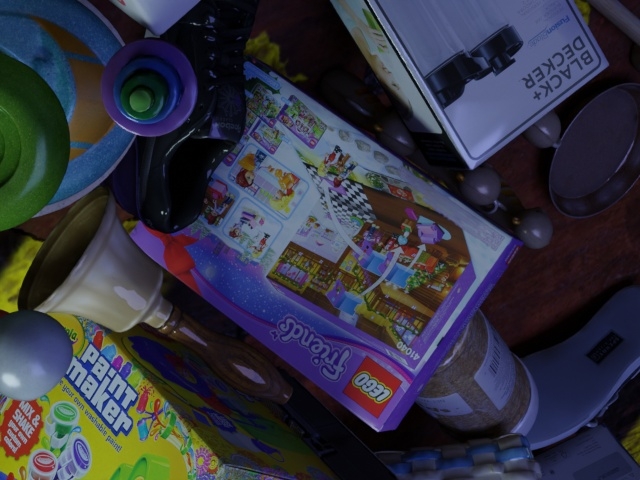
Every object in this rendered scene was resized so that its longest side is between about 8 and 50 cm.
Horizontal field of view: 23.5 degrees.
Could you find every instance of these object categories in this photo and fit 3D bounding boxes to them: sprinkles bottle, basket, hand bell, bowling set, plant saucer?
[{"bbox_3d":[0.140,0.130,1.620,0.121,0.121,0.355,-48,153,-3],"label":"sprinkles bottle"},{"bbox_3d":[0.159,0.364,1.648,0.254,0.289,0.201,-5,154,0],"label":"basket"},{"bbox_3d":[-0.121,0.070,1.308,0.242,0.126,0.126,35,94,-23],"label":"hand bell"},{"bbox_3d":[0.157,-0.133,1.476,0.287,0.154,0.200,24,104,-48],"label":"bowling set"},{"bbox_3d":[0.311,-0.105,1.728,0.168,0.029,0.168,-22,131,-27],"label":"plant saucer"}]

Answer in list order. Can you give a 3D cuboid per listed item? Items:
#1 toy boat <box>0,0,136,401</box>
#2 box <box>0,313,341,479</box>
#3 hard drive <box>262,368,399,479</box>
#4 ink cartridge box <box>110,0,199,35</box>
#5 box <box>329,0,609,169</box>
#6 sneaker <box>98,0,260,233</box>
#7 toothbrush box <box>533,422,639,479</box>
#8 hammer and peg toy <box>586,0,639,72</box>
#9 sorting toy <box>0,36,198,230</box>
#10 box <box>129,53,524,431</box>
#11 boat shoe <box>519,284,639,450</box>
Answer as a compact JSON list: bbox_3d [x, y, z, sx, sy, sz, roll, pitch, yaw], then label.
[{"bbox_3d":[-0.237,-0.045,1.150,0.267,0.148,0.318,-3,97,-40],"label":"toy boat"},{"bbox_3d":[-0.171,0.241,1.367,0.177,0.290,0.279,23,102,-46],"label":"box"},{"bbox_3d":[-0.025,0.335,1.602,0.064,0.237,0.339,-11,125,-36],"label":"hard drive"},{"bbox_3d":[-0.182,-0.310,1.006,0.131,0.226,0.306,-42,137,-9],"label":"ink cartridge box"},{"bbox_3d":[0.102,-0.224,1.318,0.169,0.087,0.290,-36,107,-14],"label":"box"},{"bbox_3d":[-0.090,-0.139,1.284,0.107,0.124,0.283,6,115,-43],"label":"sneaker"},{"bbox_3d":[0.265,0.389,1.922,0.216,0.126,0.295,-19,148,-31],"label":"toothbrush box"},{"bbox_3d":[0.415,-0.325,1.581,0.266,0.127,0.361,11,112,-44],"label":"hammer and peg toy"},{"bbox_3d":[-0.257,-0.050,1.004,0.365,0.126,0.127,-17,101,1],"label":"sorting toy"},{"bbox_3d":[0.000,0.000,1.342,0.201,0.293,0.057,-56,162,7],"label":"box"},{"bbox_3d":[0.307,0.170,1.868,0.306,0.113,0.105,-40,155,-30],"label":"boat shoe"}]
